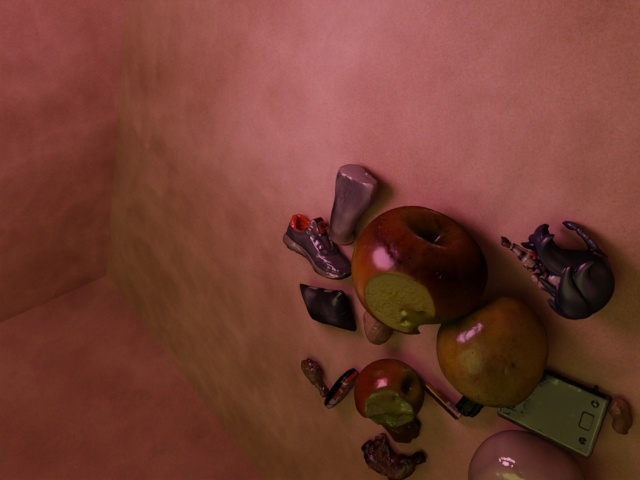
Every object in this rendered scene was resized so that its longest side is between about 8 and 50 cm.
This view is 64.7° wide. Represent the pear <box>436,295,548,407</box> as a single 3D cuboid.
[{"bbox_3d":[0.475,0.312,1.408,0.304,0.304,0.303,24,128,35],"label":"pear"}]

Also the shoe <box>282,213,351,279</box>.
[{"bbox_3d":[0.000,0.000,1.847,0.336,0.132,0.170,36,132,34],"label":"shoe"}]

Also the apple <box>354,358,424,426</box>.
[{"bbox_3d":[0.250,0.552,1.815,0.226,0.246,0.246,-20,97,47],"label":"apple"}]

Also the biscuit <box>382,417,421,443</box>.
[{"bbox_3d":[0.317,0.708,1.997,0.182,0.034,0.215,48,136,13],"label":"biscuit"}]

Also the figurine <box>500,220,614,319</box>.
[{"bbox_3d":[0.592,0.067,1.247,0.197,0.175,0.265,-31,96,45],"label":"figurine"}]

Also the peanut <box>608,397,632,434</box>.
[{"bbox_3d":[0.803,0.472,1.353,0.054,0.054,0.113,0,113,46],"label":"peanut"}]

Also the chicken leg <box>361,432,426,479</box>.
[{"bbox_3d":[0.301,0.901,2.099,0.323,0.083,0.177,11,105,45],"label":"chicken leg"}]

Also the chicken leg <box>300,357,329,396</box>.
[{"bbox_3d":[-0.017,0.612,2.245,0.085,0.069,0.197,-32,81,5],"label":"chicken leg"}]

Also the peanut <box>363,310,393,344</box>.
[{"bbox_3d":[0.221,0.254,1.783,0.125,0.111,0.274,49,137,36],"label":"peanut"}]

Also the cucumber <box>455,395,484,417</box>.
[{"bbox_3d":[0.520,0.489,1.634,0.077,0.077,0.265,39,135,24],"label":"cucumber"}]

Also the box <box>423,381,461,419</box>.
[{"bbox_3d":[0.430,0.566,1.780,0.156,0.022,0.089,43,165,21],"label":"box"}]

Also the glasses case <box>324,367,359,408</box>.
[{"bbox_3d":[0.087,0.627,2.133,0.067,0.103,0.266,43,138,19],"label":"glasses case"}]

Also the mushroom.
[{"bbox_3d":[0.095,-0.104,1.679,0.159,0.122,0.328,-103,20,-44],"label":"mushroom"}]

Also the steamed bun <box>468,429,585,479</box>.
[{"bbox_3d":[0.636,0.710,1.520,0.334,0.233,0.311,31,134,5],"label":"steamed bun"}]

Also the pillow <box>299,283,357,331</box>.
[{"bbox_3d":[0.023,0.261,1.985,0.250,0.106,0.185,4,122,47],"label":"pillow"}]

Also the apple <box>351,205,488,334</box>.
[{"bbox_3d":[0.267,0.100,1.450,0.384,0.375,0.374,49,140,35],"label":"apple"}]

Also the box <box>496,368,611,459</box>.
[{"bbox_3d":[0.662,0.472,1.453,0.270,0.045,0.210,22,105,37],"label":"box"}]
